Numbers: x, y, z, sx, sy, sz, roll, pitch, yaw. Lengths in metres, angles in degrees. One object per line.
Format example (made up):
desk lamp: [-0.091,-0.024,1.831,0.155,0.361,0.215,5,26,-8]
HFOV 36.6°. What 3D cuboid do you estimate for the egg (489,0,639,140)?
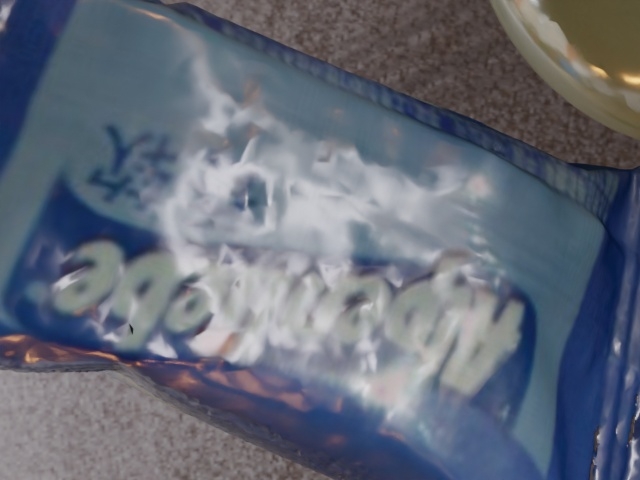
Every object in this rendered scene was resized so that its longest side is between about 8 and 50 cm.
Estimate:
egg: [0.225,-0.180,0.649,0.282,0.203,0.203,47,128,12]

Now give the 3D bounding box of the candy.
candy: [0.000,0.000,0.360,0.077,0.331,0.187,146,143,-70]
